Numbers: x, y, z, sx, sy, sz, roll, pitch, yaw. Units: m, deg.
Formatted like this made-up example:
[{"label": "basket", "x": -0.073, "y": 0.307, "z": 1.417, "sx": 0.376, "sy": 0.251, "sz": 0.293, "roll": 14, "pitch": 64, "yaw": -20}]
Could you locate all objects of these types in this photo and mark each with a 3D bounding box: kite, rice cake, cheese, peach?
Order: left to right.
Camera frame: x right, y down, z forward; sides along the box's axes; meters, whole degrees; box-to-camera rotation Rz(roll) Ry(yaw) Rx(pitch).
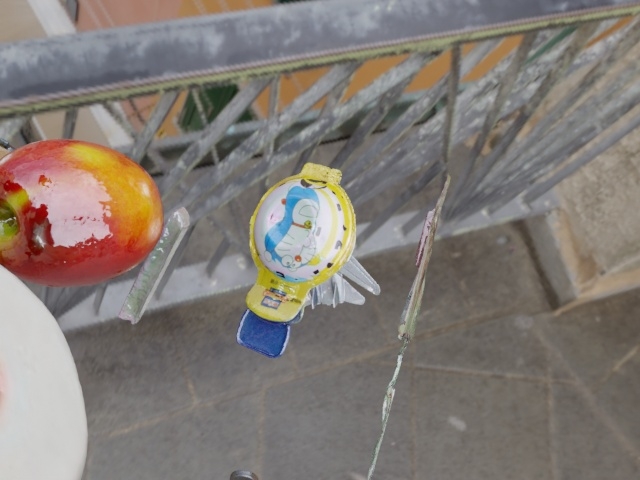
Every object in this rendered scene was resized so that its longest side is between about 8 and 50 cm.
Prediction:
[{"label": "peach", "x": -0.304, "y": -0.034, "z": 1.192, "sx": 0.226, "sy": 0.196, "sz": 0.190, "roll": -9, "pitch": 73, "yaw": -52}, {"label": "rice cake", "x": -0.247, "y": 0.038, "z": 1.433, "sx": 0.036, "sy": 0.207, "sz": 0.047, "roll": 26, "pitch": 25, "yaw": -9}, {"label": "cheese", "x": -0.036, "y": 0.023, "z": 1.202, "sx": 0.156, "sy": 0.064, "sz": 0.250, "roll": 17, "pitch": 87, "yaw": 30}, {"label": "kite", "x": 0.062, "y": 0.069, "z": 0.709, "sx": 0.012, "sy": 0.229, "sz": 0.250, "roll": 13, "pitch": 87, "yaw": 10}]

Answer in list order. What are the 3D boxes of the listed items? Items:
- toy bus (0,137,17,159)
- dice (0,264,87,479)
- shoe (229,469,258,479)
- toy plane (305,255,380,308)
[{"label": "toy bus", "x": -0.494, "y": -0.018, "z": 1.266, "sx": 0.167, "sy": 0.139, "sz": 0.275, "roll": 30, "pitch": 47, "yaw": 21}, {"label": "dice", "x": -0.416, "y": 0.168, "z": 0.829, "sx": 0.304, "sy": 0.304, "sz": 0.277, "roll": 9, "pitch": 58, "yaw": -58}, {"label": "shoe", "x": -0.141, "y": 0.480, "z": 1.819, "sx": 0.071, "sy": 0.179, "sz": 0.049, "roll": 5, "pitch": 42, "yaw": 2}, {"label": "toy plane", "x": 0.002, "y": -0.001, "z": 1.856, "sx": 0.212, "sy": 0.088, "sz": 0.267, "roll": -5, "pitch": 94, "yaw": 12}]
